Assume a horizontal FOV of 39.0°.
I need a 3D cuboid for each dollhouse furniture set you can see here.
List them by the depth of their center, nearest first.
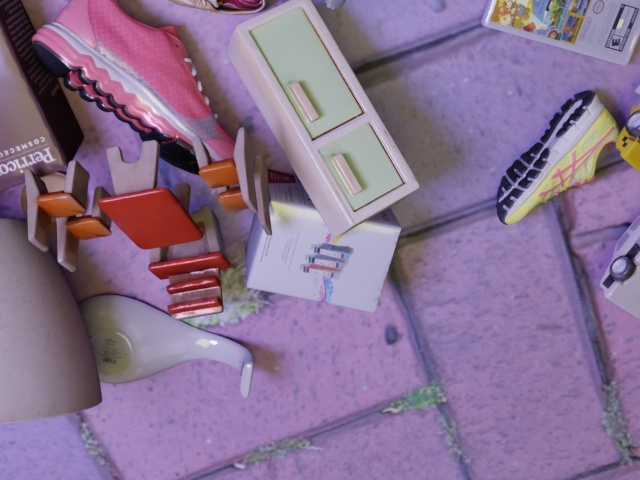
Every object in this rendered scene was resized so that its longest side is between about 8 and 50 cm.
[{"bbox_3d":[-0.185,-0.006,1.093,0.262,0.259,0.135,-10,69,6],"label":"dollhouse furniture set"}]

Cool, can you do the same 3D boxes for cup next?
[{"bbox_3d":[-0.445,0.095,1.118,0.331,0.331,0.237,-3,88,-4],"label":"cup"}]

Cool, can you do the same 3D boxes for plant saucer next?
[{"bbox_3d":[-0.355,-0.054,1.199,0.083,0.015,0.083,-2,113,-5],"label":"plant saucer"}]

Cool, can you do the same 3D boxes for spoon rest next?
[{"bbox_3d":[-0.225,0.155,1.275,0.276,0.084,0.137,12,110,4],"label":"spoon rest"}]

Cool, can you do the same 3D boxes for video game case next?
[{"bbox_3d":[0.334,-0.355,1.137,0.206,0.026,0.227,13,111,-11],"label":"video game case"}]

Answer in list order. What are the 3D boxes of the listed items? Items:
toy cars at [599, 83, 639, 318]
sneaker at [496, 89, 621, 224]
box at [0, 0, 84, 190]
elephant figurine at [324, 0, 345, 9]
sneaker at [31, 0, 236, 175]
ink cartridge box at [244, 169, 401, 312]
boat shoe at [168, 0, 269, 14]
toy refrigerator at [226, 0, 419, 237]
[{"bbox_3d":[0.462,-0.083,1.230,0.176,0.087,0.394,-10,118,-14],"label":"toy cars"},{"bbox_3d":[0.324,-0.094,1.213,0.094,0.081,0.208,35,105,-20],"label":"sneaker"},{"bbox_3d":[-0.448,-0.240,1.050,0.191,0.143,0.381,-20,114,2],"label":"box"},{"bbox_3d":[-0.024,-0.427,1.023,0.239,0.186,0.169,29,150,-5],"label":"elephant figurine"},{"bbox_3d":[-0.188,-0.191,1.109,0.314,0.116,0.136,38,75,-29],"label":"sneaker"},{"bbox_3d":[0.000,0.000,1.194,0.176,0.128,0.127,13,110,-11],"label":"ink cartridge box"},{"bbox_3d":[-0.129,-0.303,1.102,0.135,0.045,0.050,3,112,-7],"label":"boat shoe"},{"bbox_3d":[0.001,-0.149,1.084,0.102,0.094,0.269,-29,88,-17],"label":"toy refrigerator"}]
